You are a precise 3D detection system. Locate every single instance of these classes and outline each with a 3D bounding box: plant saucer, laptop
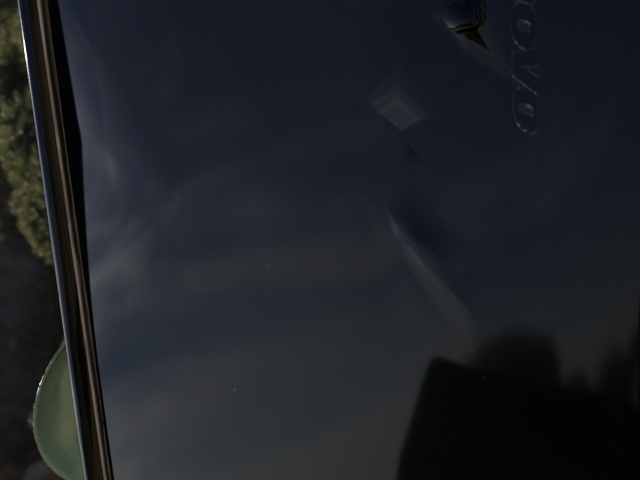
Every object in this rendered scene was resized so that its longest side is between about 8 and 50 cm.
[{"bbox_3d":[-0.150,0.110,0.877,0.195,0.195,0.037,-38,45,-19],"label":"plant saucer"},{"bbox_3d":[0.000,0.000,0.521,0.236,0.382,0.408,-3,14,3],"label":"laptop"}]
